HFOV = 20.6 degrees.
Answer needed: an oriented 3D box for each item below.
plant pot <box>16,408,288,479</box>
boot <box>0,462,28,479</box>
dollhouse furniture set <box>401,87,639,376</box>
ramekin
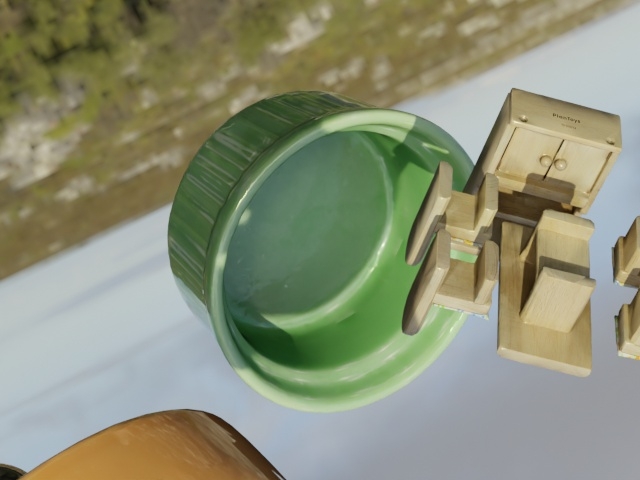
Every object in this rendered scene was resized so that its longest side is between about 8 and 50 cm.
[{"bbox_3d":[-0.066,0.250,0.795,0.291,0.203,0.291,-40,153,-26],"label":"plant pot"},{"bbox_3d":[-0.348,0.282,1.920,0.198,0.076,0.137,12,170,16],"label":"boot"},{"bbox_3d":[0.174,0.022,1.436,0.242,0.212,0.161,-83,-170,-45],"label":"dollhouse furniture set"},{"bbox_3d":[0.000,0.000,1.709,0.303,0.303,0.148,-27,-149,-19],"label":"ramekin"}]
